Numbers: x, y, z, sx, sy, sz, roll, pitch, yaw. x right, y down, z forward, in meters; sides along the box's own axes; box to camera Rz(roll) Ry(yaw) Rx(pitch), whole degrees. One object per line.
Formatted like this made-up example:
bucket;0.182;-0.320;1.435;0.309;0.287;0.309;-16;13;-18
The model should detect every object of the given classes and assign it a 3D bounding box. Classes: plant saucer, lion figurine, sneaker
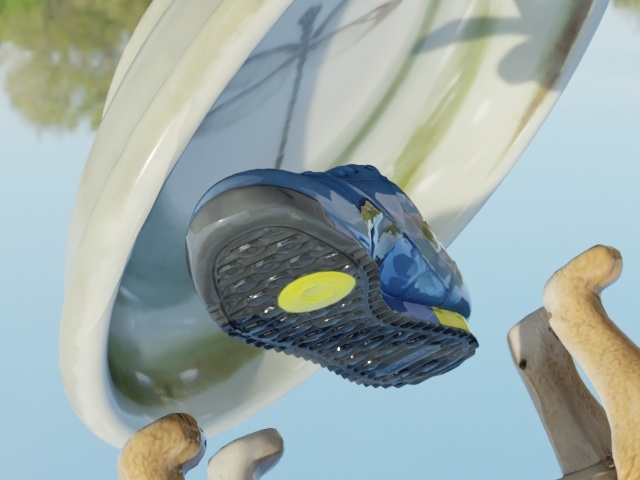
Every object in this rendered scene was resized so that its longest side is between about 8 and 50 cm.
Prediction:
plant saucer;0.000;-0.076;0.875;0.100;0.400;0.400;40;-148;21
lion figurine;0.090;0.146;0.702;0.392;0.240;0.142;-22;163;-23
sneaker;0.000;0.000;0.720;0.069;0.082;0.209;-24;155;19
